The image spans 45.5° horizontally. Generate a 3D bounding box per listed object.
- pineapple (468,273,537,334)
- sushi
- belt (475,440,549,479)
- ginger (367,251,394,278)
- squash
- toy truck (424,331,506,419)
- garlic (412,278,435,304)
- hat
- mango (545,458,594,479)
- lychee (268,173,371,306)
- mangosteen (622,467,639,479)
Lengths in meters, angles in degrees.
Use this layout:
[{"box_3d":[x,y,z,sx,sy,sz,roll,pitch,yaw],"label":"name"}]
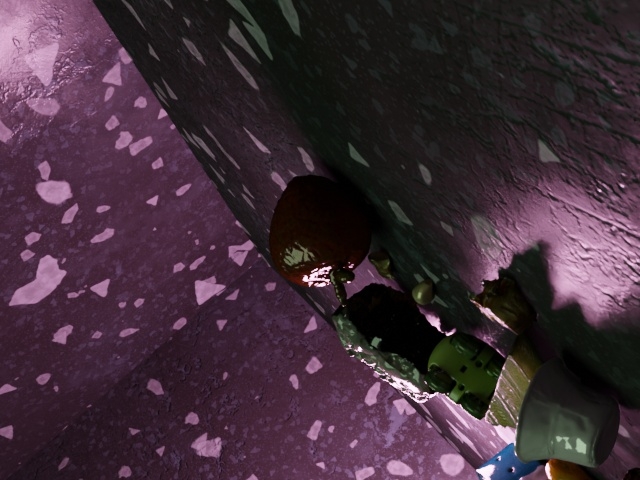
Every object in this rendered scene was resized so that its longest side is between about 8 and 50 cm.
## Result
[{"box_3d":[0.318,0.112,1.316,0.116,0.069,0.137,41,178,12],"label":"pineapple"},{"box_3d":[0.196,0.239,1.927,0.348,0.207,0.234,37,154,28],"label":"sushi"},{"box_3d":[0.591,0.732,2.145,0.300,0.173,0.436,51,170,5],"label":"belt"},{"box_3d":[0.153,0.061,1.874,0.057,0.044,0.137,10,159,24],"label":"ginger"},{"box_3d":[0.367,0.255,1.472,0.203,0.111,0.288,3,140,49],"label":"squash"},{"box_3d":[0.347,0.299,1.690,0.187,0.148,0.210,39,-173,33],"label":"toy truck"},{"box_3d":[0.233,0.117,1.712,0.041,0.053,0.083,60,172,30],"label":"garlic"},{"box_3d":[0.427,0.309,1.296,0.126,0.203,0.203,18,152,39],"label":"hat"},{"box_3d":[0.606,0.576,1.785,0.190,0.075,0.098,28,163,47],"label":"mango"},{"box_3d":[0.000,0.000,1.717,0.255,0.255,0.300,75,-176,-68],"label":"lychee"},{"box_3d":[0.570,0.556,1.256,0.300,0.300,0.300,47,170,11],"label":"mangosteen"}]
